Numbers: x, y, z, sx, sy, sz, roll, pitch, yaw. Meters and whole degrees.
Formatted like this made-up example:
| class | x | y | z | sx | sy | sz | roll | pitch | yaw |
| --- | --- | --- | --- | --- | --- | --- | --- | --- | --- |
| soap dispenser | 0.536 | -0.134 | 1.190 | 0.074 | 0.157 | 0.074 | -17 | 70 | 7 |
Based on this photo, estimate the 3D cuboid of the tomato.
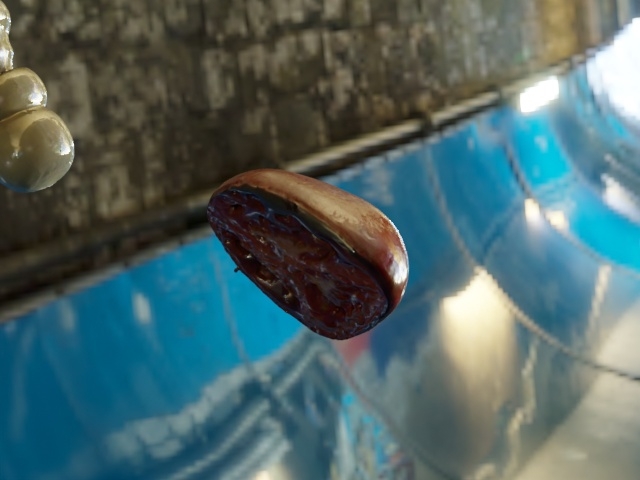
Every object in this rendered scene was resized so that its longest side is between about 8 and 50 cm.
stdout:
| class | x | y | z | sx | sy | sz | roll | pitch | yaw |
| --- | --- | --- | --- | --- | --- | --- | --- | --- | --- |
| tomato | -0.002 | -0.006 | 1.289 | 0.082 | 0.174 | 0.166 | -49 | -178 | -28 |

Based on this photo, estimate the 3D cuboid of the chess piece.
| class | x | y | z | sx | sy | sz | roll | pitch | yaw |
| --- | --- | --- | --- | --- | --- | --- | --- | --- | --- |
| chess piece | -0.381 | -0.172 | 1.773 | 0.143 | 0.261 | 0.143 | -31 | 174 | -4 |
